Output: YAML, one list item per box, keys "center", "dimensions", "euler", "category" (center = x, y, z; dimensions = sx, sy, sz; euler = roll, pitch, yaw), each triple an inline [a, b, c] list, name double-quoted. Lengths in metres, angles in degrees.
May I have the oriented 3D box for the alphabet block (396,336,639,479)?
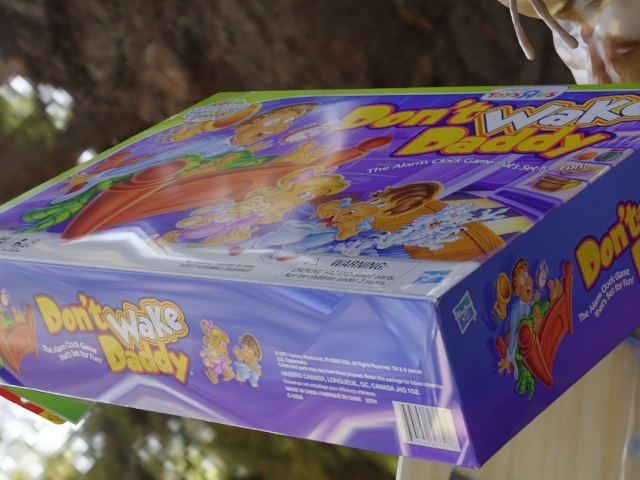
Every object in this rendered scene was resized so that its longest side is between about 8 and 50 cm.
- center: [0.161, 0.172, 0.925]
  dimensions: [0.193, 0.192, 0.197]
  euler: [-14, 65, 57]
  category: "alphabet block"

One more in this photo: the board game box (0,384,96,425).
- center: [-0.263, 0.102, 1.907]
  dimensions: [0.259, 0.124, 0.039]
  euler: [-48, 30, 17]
  category: "board game box"

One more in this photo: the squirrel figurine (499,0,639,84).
- center: [0.214, -0.190, 1.134]
  dimensions: [0.281, 0.370, 0.397]
  euler: [-53, 20, 25]
  category: "squirrel figurine"

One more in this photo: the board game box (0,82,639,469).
- center: [0.000, 0.000, 0.836]
  dimensions: [0.347, 0.078, 0.233]
  euler: [3, 27, 43]
  category: "board game box"
